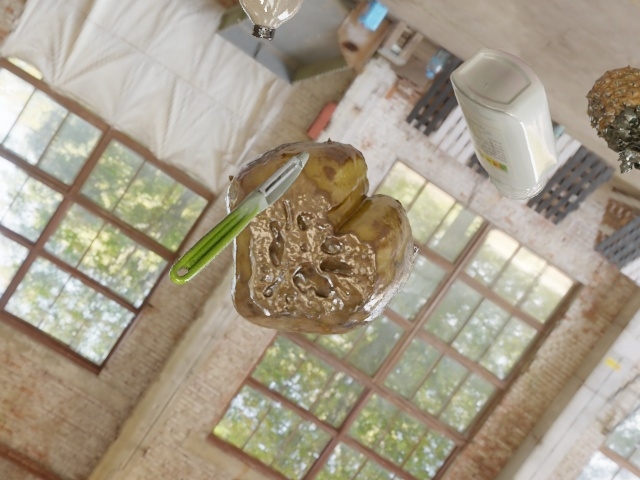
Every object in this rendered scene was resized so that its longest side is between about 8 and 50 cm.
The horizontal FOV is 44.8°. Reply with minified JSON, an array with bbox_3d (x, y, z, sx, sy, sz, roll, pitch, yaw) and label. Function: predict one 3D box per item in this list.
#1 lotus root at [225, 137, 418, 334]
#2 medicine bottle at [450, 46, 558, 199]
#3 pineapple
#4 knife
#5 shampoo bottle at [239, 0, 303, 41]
[{"bbox_3d":[0.000,0.000,1.124,0.316,0.316,0.250,34,-168,-3],"label":"lotus root"},{"bbox_3d":[0.352,-0.201,1.452,0.179,0.124,0.324,43,173,36],"label":"medicine bottle"},{"bbox_3d":[0.414,-0.154,1.042,0.108,0.108,0.197,33,-140,-14],"label":"pineapple"},{"bbox_3d":[-0.068,-0.023,0.684,0.022,0.184,0.026,35,147,13],"label":"knife"},{"bbox_3d":[-0.081,-0.490,1.403,0.127,0.256,0.078,8,-164,-17],"label":"shampoo bottle"}]
